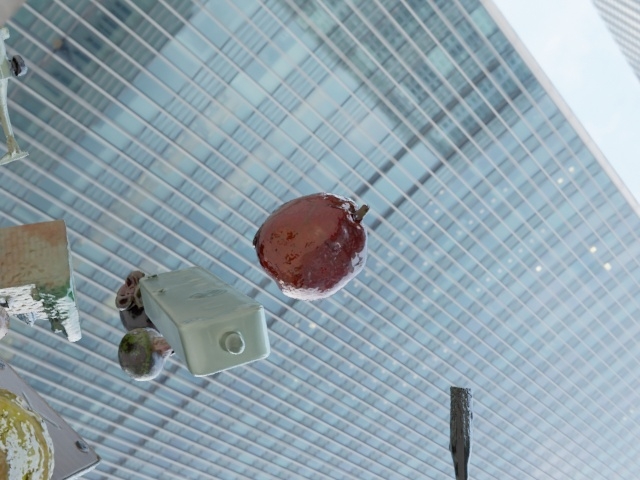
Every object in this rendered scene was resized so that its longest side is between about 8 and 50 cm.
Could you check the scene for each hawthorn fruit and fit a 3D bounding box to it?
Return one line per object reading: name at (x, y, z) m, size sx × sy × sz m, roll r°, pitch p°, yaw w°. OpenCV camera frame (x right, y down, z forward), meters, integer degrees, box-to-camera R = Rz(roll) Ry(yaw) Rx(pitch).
hawthorn fruit at (0.000, 0.000, 1.937) m, size 0.307 × 0.265 × 0.265 m, roll -37°, pitch -138°, yaw 16°

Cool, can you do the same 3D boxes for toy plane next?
toy plane at (-0.585, -0.276, 1.418) m, size 0.108 × 0.287 × 0.092 m, roll 14°, pitch -147°, yaw 42°

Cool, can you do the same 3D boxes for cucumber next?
cucumber at (0.208, 0.298, 1.170) m, size 0.039 × 0.043 × 0.163 m, roll -17°, pitch -125°, yaw 41°

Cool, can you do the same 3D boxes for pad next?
pad at (-0.517, 0.300, 1.302) m, size 0.286 × 0.284 × 0.018 m, roll 41°, pitch -87°, yaw 9°

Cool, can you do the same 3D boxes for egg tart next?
egg tart at (-0.488, 0.316, 1.077) m, size 0.241 × 0.241 × 0.106 m, roll -64°, pitch -164°, yaw -13°

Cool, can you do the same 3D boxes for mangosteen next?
mangosteen at (-0.479, 0.184, 2.208) m, size 0.209 × 0.210 × 0.210 m, roll -25°, pitch -133°, yaw 30°

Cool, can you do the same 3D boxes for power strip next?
power strip at (-0.144, 0.085, 0.924) m, size 0.385 × 0.091 × 0.062 m, roll -164°, pitch -117°, yaw -70°

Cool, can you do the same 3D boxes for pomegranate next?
pomegranate at (-0.424, 0.284, 1.972) m, size 0.163 × 0.126 × 0.138 m, roll 1°, pitch -140°, yaw -3°

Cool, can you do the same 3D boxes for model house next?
model house at (-0.748, 0.115, 1.931) m, size 0.312 × 0.280 × 0.245 m, roll 107°, pitch -30°, yaw -56°

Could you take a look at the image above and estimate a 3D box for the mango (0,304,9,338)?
mango at (-0.577, 0.137, 1.334) m, size 0.063 × 0.127 × 0.077 m, roll 15°, pitch -107°, yaw 24°
